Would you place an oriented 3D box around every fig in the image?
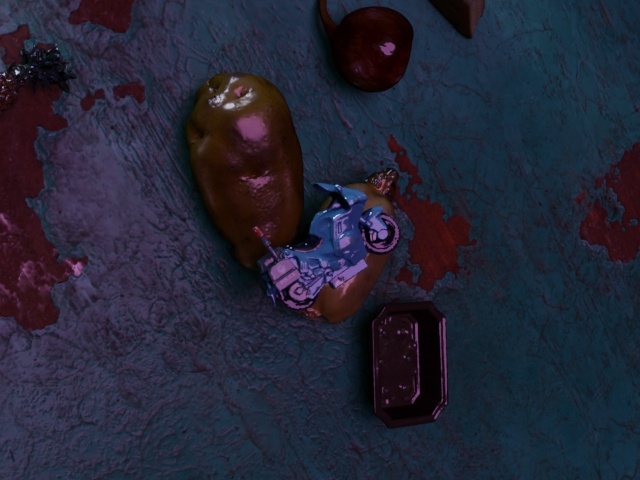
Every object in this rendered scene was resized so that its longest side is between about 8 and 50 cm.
[{"bbox_3d":[0.077,-0.387,1.764,0.207,0.175,0.175,20,81,-10],"label":"fig"}]

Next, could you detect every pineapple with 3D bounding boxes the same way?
[{"bbox_3d":[-0.520,-0.254,1.495,0.221,0.103,0.083,-33,138,-23],"label":"pineapple"}]

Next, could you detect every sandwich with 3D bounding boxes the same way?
[{"bbox_3d":[0.271,-0.546,1.889,0.258,0.096,0.094,39,69,-24],"label":"sandwich"}]

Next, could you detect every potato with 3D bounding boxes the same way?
[{"bbox_3d":[-0.131,-0.128,1.658,0.195,0.176,0.369,-25,107,-50],"label":"potato"}]

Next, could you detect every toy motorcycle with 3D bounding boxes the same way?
[{"bbox_3d":[0.000,0.000,1.609,0.272,0.123,0.182,-35,95,-8],"label":"toy motorcycle"}]

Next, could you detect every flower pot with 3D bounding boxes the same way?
[{"bbox_3d":[0.165,0.249,1.843,0.178,0.084,0.251,-2,90,-26],"label":"flower pot"}]

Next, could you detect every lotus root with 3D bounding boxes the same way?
[{"bbox_3d":[0.052,0.005,1.750,0.169,0.151,0.343,30,77,-7],"label":"lotus root"}]
